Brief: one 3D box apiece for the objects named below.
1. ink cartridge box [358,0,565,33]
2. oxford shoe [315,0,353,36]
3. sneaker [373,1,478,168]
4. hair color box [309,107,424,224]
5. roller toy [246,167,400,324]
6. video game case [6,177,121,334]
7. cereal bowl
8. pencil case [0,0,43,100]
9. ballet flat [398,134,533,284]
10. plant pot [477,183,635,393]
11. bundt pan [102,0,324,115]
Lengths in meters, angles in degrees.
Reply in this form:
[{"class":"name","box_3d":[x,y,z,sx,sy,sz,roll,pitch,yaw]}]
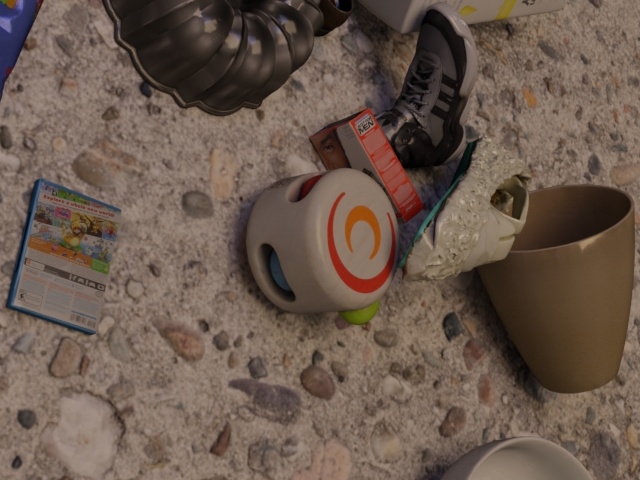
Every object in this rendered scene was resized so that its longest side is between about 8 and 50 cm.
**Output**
[{"class":"ink cartridge box","box_3d":[0.249,-0.486,2.049,0.385,0.279,0.160,-16,48,-41]},{"class":"oxford shoe","box_3d":[0.002,-0.422,1.966,0.083,0.096,0.227,-18,89,-39]},{"class":"sneaker","box_3d":[0.142,-0.208,1.970,0.153,0.101,0.268,-26,133,-32]},{"class":"hair color box","box_3d":[0.067,-0.097,1.940,0.053,0.093,0.167,-38,103,-39]},{"class":"roller toy","box_3d":[0.000,0.000,1.825,0.191,0.146,0.209,24,67,-45]},{"class":"video game case","box_3d":[-0.311,0.020,1.648,0.119,0.015,0.166,23,66,-33]},{"class":"cereal bowl","box_3d":[0.265,0.452,1.937,0.339,0.141,0.339,11,73,-38]},{"class":"pencil case","box_3d":[-0.393,-0.299,1.592,0.133,0.119,0.306,22,64,-11]},{"class":"ballet flat","box_3d":[0.230,-0.042,1.942,0.147,0.147,0.409,58,29,-13]},{"class":"plant pot","box_3d":[0.376,0.087,2.076,0.256,0.256,0.274,-33,116,-40]},{"class":"bundt pan","box_3d":[-0.125,-0.343,1.823,0.331,0.124,0.330,12,71,-38]}]
